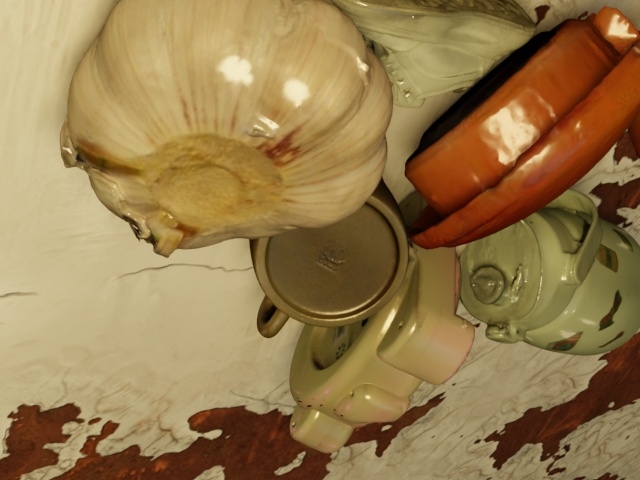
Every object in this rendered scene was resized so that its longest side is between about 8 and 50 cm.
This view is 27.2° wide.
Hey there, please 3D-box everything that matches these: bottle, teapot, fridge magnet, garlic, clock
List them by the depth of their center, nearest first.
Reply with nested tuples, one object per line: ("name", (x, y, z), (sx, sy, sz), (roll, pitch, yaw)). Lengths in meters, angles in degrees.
("garlic", (-0.085, -0.126, 1.283), (0.322, 0.241, 0.322), (-14, 157, -6))
("fridge magnet", (0.237, -0.124, 1.532), (0.363, 0.155, 0.363), (-41, -176, 3))
("teapot", (0.000, 0.000, 1.584), (0.185, 0.175, 0.268), (32, 106, -14))
("clock", (0.074, 0.113, 1.707), (0.114, 0.284, 0.309), (27, 129, -18))
("bottle", (0.302, 0.038, 1.823), (0.229, 0.229, 0.351), (-45, 150, 19))

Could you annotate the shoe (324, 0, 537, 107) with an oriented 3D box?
("shoe", (0.092, -0.213, 1.424), (0.316, 0.124, 0.159), (-1, 137, -44))

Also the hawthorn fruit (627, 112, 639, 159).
("hawthorn fruit", (0.535, -0.164, 1.730), (0.275, 0.275, 0.300), (-31, 157, -2))
